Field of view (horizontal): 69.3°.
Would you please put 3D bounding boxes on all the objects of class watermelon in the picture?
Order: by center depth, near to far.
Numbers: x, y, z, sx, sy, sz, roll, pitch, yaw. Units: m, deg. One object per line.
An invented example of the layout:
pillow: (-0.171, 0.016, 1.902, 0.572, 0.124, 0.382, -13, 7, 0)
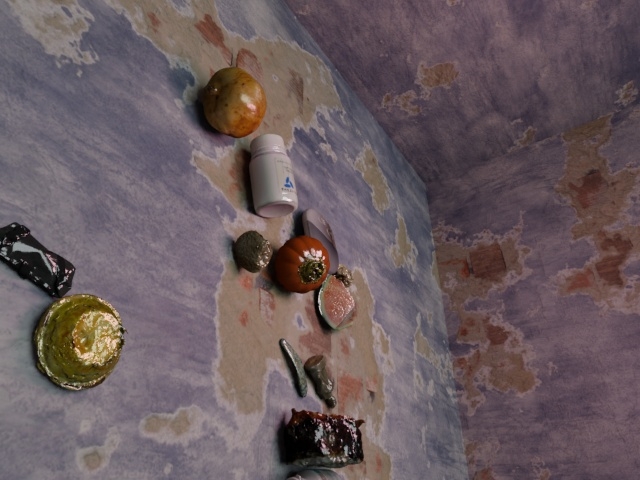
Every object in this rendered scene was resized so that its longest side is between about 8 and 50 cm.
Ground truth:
watermelon: (0.044, 0.276, 1.945, 0.146, 0.128, 0.231, -28, 82, -34)

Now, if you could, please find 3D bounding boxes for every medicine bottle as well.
medicine bottle: (-0.028, 0.789, 1.446, 0.215, 0.135, 0.135, 34, 45, -48)
medicine bottle: (-0.187, -0.246, 1.774, 0.170, 0.170, 0.293, 16, 58, -56)

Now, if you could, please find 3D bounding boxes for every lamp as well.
lamp: (-0.069, 0.091, 1.743, 0.223, 0.196, 0.223, -8, 105, -32)

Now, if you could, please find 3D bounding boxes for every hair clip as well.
hair clip: (-0.087, 0.452, 1.655, 0.229, 0.036, 0.066, 68, 22, -5)

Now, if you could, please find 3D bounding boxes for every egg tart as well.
egg tart: (-0.512, 0.216, 1.015, 0.212, 0.090, 0.212, 31, 51, -47)

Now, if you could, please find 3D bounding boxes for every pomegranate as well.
pomegranate: (-0.312, -0.493, 1.659, 0.248, 0.248, 0.248, 38, 42, -45)

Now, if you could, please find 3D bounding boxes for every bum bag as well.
bum bag: (-0.608, 0.041, 0.990, 0.197, 0.049, 0.087, 51, 39, -33)

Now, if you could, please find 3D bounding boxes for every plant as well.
plant: (0.086, 0.175, 2.111, 0.116, 0.104, 0.122, 41, 59, 20)

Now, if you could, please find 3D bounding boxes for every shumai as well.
shumai: (-0.221, 0.035, 1.594, 0.116, 0.145, 0.145, 9, 65, -70)

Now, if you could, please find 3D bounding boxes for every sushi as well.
sushi: (0.030, 0.670, 1.561, 0.343, 0.196, 0.182, 32, 54, -49)

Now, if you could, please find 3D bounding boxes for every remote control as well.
remote control: (0.000, 0.000, 1.974, 0.221, 0.103, 0.332, 48, 22, -41)

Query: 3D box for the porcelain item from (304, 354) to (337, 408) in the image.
porcelain item: (0.013, 0.545, 1.752, 0.215, 0.069, 0.081, 69, 23, -13)
